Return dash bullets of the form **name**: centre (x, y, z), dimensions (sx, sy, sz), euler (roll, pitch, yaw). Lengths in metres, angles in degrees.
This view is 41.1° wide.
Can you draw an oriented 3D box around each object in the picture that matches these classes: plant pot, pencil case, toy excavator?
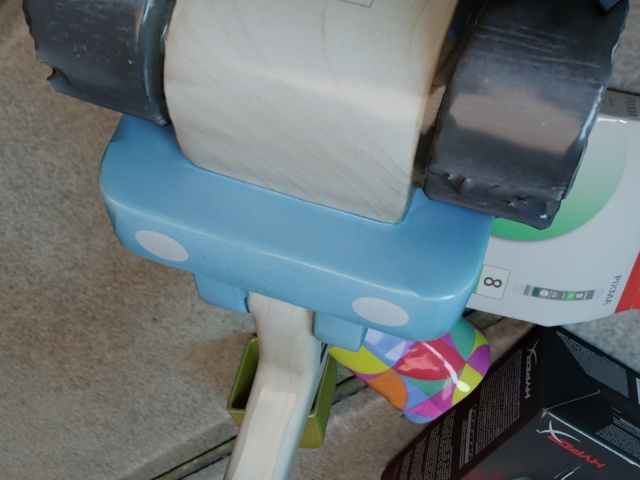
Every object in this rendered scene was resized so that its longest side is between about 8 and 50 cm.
- **plant pot**: centre (-0.027, 0.144, 0.770), dimensions (0.081, 0.081, 0.083), euler (0, 137, 16)
- **pencil case**: centre (0.026, 0.044, 0.667), dimensions (0.236, 0.104, 0.104), euler (42, 125, -14)
- **toy excavator**: centre (0.000, 0.000, 0.498), dimensions (0.222, 0.432, 0.445), euler (16, 153, 8)

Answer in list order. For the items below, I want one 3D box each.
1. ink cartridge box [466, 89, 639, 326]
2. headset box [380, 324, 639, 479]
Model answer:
- **ink cartridge box**: centre (0.211, -0.012, 0.601), dimensions (0.225, 0.056, 0.181), euler (14, 128, 9)
- **headset box**: centre (0.193, 0.237, 0.747), dimensions (0.218, 0.110, 0.293), euler (31, 127, -7)
